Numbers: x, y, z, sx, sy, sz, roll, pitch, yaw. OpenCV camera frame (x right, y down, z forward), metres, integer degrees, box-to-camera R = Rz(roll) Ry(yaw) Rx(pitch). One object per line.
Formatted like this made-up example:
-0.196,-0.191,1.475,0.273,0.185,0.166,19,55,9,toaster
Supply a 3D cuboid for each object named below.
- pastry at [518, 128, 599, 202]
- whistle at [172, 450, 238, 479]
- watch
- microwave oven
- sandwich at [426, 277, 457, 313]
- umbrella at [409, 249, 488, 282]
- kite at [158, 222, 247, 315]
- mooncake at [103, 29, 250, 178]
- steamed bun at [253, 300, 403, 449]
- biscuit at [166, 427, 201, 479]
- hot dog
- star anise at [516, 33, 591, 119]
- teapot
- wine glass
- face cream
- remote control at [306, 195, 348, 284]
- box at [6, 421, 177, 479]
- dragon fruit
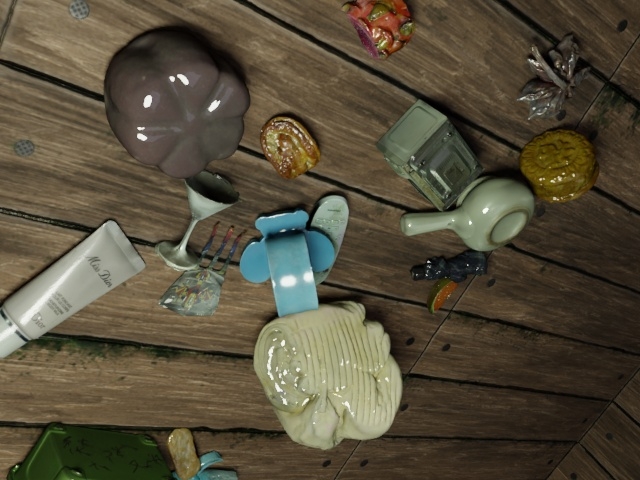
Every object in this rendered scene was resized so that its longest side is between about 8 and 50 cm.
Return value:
0.602,-0.190,1.613,0.188,0.189,0.103,-38,137,-3,pastry
-0.347,0.657,1.705,0.274,0.093,0.186,6,118,-38,whistle
-0.066,0.055,1.344,0.211,0.193,0.211,-5,123,-8,watch
0.252,-0.184,1.430,0.163,0.129,0.205,-46,134,7,microwave oven
0.338,0.145,1.791,0.067,0.029,0.135,19,110,-45,sandwich
0.343,0.079,1.726,0.224,0.080,0.071,-9,161,-22,umbrella
-0.246,0.069,1.384,0.141,0.015,0.245,15,117,-40,kite
-0.243,-0.228,1.097,0.245,0.133,0.245,-22,138,-21,mooncake
0.009,0.331,1.556,0.352,0.339,0.247,-8,163,-32,steamed bun
-0.348,0.544,1.632,0.071,0.018,0.147,-24,110,-33,biscuit
-0.059,-0.184,1.283,0.099,0.065,0.147,-30,136,4,hot dog
0.545,-0.378,1.496,0.231,0.089,0.209,-5,118,-43,star anise
0.375,-0.073,1.572,0.318,0.149,0.220,3,129,-35,teapot
-0.245,-0.034,1.245,0.122,0.122,0.183,11,119,-37,wine glass
-0.494,0.096,1.217,0.314,0.089,0.143,-39,135,-16,face cream
0.000,0.002,1.468,0.097,0.045,0.256,5,123,-22,remote control
-0.495,0.544,1.428,0.328,0.253,0.178,22,99,-42,box
0.123,-0.403,1.213,0.102,0.096,0.147,-36,132,1,dragon fruit
